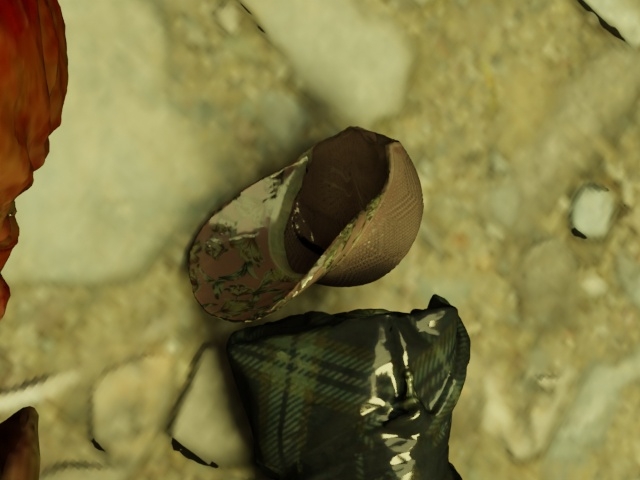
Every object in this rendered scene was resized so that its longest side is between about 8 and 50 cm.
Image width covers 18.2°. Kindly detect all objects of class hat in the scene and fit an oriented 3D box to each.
[{"bbox_3d":[-0.001,0.003,0.657,0.087,0.058,0.042,-50,130,-23],"label":"hat"}]

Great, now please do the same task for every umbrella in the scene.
[{"bbox_3d":[0.024,0.131,0.645,0.071,0.080,0.224,-3,88,-65],"label":"umbrella"}]

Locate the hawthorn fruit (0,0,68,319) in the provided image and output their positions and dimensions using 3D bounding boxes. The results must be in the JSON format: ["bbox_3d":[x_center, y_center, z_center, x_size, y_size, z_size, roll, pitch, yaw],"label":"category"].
[{"bbox_3d":[-0.167,-0.037,0.500,0.200,0.179,0.179,15,76,-12],"label":"hawthorn fruit"}]

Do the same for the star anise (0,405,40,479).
[{"bbox_3d":[-0.150,0.102,0.464,0.220,0.214,0.099,18,42,-40],"label":"star anise"}]
